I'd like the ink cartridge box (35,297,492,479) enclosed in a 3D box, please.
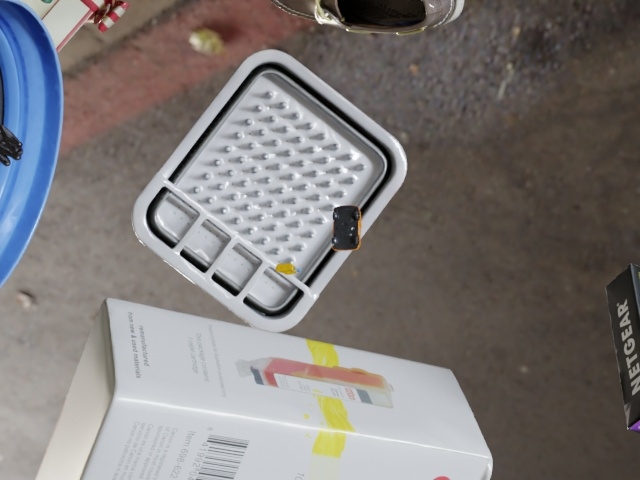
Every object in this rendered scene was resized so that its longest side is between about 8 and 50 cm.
[{"bbox_3d":[-0.067,0.242,1.427,0.384,0.160,0.279,13,118,-20],"label":"ink cartridge box"}]

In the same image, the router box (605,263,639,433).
[{"bbox_3d":[0.349,0.121,1.385,0.133,0.179,0.046,22,133,-21],"label":"router box"}]

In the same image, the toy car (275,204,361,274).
[{"bbox_3d":[0.000,0.000,1.778,0.122,0.060,0.040,-20,164,13],"label":"toy car"}]

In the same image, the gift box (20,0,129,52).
[{"bbox_3d":[-0.383,-0.429,2.102,0.258,0.276,0.255,42,179,-16],"label":"gift box"}]

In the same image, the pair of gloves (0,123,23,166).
[{"bbox_3d":[-0.323,-0.075,1.356,0.074,0.083,0.010,34,165,29],"label":"pair of gloves"}]

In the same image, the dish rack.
[{"bbox_3d":[-0.072,-0.070,2.029,0.285,0.333,0.072,37,178,-8],"label":"dish rack"}]

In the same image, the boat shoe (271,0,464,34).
[{"bbox_3d":[0.050,-0.368,2.153,0.324,0.096,0.117,12,116,29],"label":"boat shoe"}]

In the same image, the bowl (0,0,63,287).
[{"bbox_3d":[-0.416,-0.086,1.578,0.077,0.391,0.391,17,154,17],"label":"bowl"}]

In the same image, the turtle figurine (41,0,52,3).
[{"bbox_3d":[-0.285,-0.248,1.069,0.234,0.118,0.175,-4,138,-50],"label":"turtle figurine"}]
